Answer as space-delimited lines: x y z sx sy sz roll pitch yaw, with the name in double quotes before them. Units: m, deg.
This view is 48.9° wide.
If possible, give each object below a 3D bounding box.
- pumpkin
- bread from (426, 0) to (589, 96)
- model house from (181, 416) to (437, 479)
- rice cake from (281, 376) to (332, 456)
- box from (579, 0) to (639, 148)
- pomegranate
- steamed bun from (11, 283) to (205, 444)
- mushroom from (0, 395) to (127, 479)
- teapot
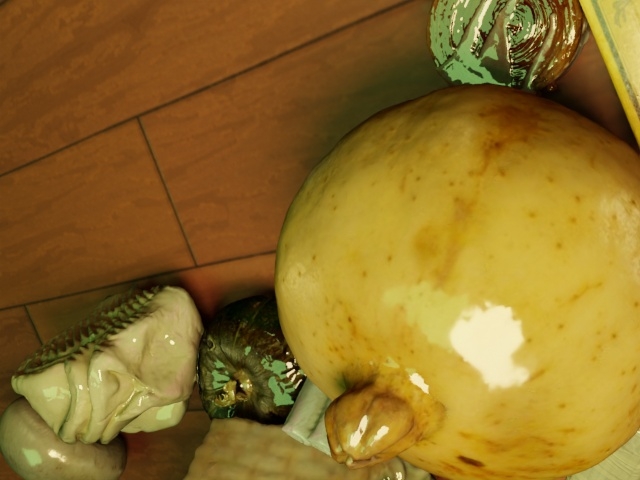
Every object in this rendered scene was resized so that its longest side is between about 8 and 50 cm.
"pumpkin" -0.075 0.196 1.006 0.238 0.159 0.238 15 118 31
"bread" 0.189 -0.217 0.719 0.160 0.073 0.160 11 115 24
"model house" -0.036 0.520 0.885 0.395 0.400 0.445 8 134 23
"rice cake" 0.029 0.166 0.895 0.085 0.226 0.040 6 138 28
"box" 0.400 -0.193 0.587 0.301 0.084 0.193 -21 98 37
"pomegranate" 0.131 0.055 0.659 0.410 0.410 0.410 13 116 28
"steamed bun" -0.298 0.211 1.081 0.268 0.280 0.207 -16 109 38
"mushroom" -0.451 0.339 1.299 0.243 0.243 0.243 13 116 28
"teapot" 0.346 0.223 0.778 0.077 0.107 0.200 46 151 36
